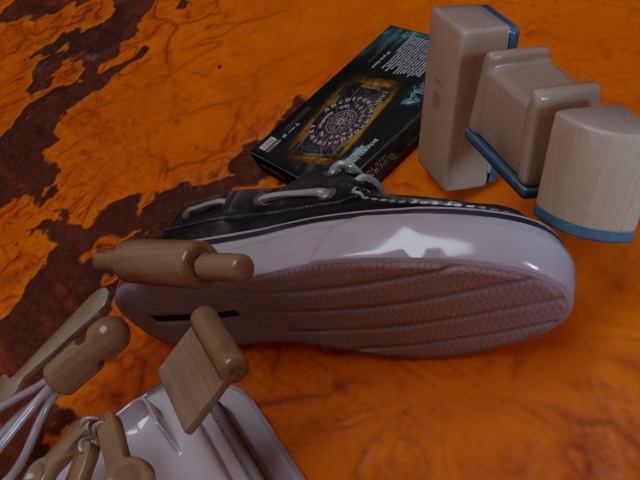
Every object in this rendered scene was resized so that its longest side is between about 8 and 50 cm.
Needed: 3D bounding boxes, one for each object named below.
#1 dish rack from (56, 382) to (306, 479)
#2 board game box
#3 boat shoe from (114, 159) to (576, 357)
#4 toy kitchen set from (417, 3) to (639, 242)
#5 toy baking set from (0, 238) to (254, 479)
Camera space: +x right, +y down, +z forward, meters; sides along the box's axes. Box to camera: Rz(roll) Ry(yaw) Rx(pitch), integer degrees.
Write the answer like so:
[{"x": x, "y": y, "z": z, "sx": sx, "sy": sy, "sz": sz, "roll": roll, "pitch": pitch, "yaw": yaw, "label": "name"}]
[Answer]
[{"x": -0.144, "y": 0.235, "z": 0.420, "sx": 0.333, "sy": 0.072, "sz": 0.285, "roll": -38, "pitch": 42, "yaw": -6, "label": "dish rack"}, {"x": 0.043, "y": -0.111, "z": 0.673, "sx": 0.186, "sy": 0.026, "sz": 0.126, "roll": -44, "pitch": 43, "yaw": -13, "label": "board game box"}, {"x": 0.000, "y": 0.000, "z": 0.518, "sx": 0.335, "sy": 0.121, "sz": 0.119, "roll": -3, "pitch": 53, "yaw": 32, "label": "boat shoe"}, {"x": 0.181, "y": -0.066, "z": 0.507, "sx": 0.166, "sy": 0.122, "sz": 0.207, "roll": -8, "pitch": 37, "yaw": -14, "label": "toy kitchen set"}, {"x": -0.146, "y": 0.079, "z": 0.475, "sx": 0.256, "sy": 0.030, "sz": 0.197, "roll": 7, "pitch": 60, "yaw": 47, "label": "toy baking set"}]
